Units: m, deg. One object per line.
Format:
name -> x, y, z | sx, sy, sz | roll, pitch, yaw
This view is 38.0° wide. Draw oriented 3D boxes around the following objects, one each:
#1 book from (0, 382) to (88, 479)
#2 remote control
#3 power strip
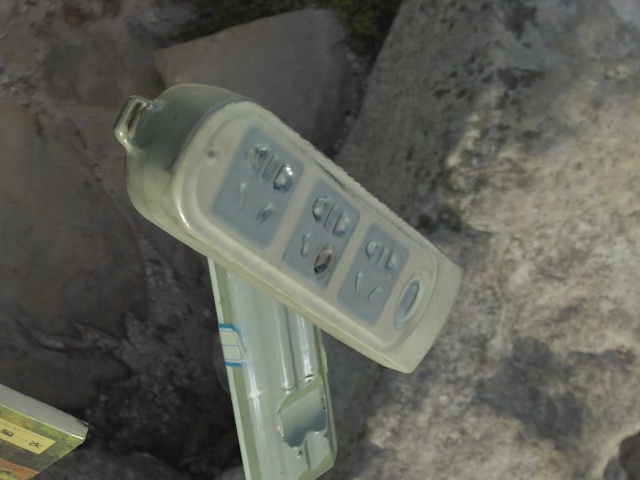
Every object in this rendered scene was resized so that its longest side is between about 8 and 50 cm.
book -> -0.346, 0.192, 0.923 | 0.160, 0.228, 0.024 | 31, 49, -23
remote control -> -0.044, 0.123, 1.023 | 0.128, 0.065, 0.335 | -26, 116, -45
power strip -> -0.002, -0.001, 0.504 | 0.286, 0.048, 0.080 | 36, 75, -51
